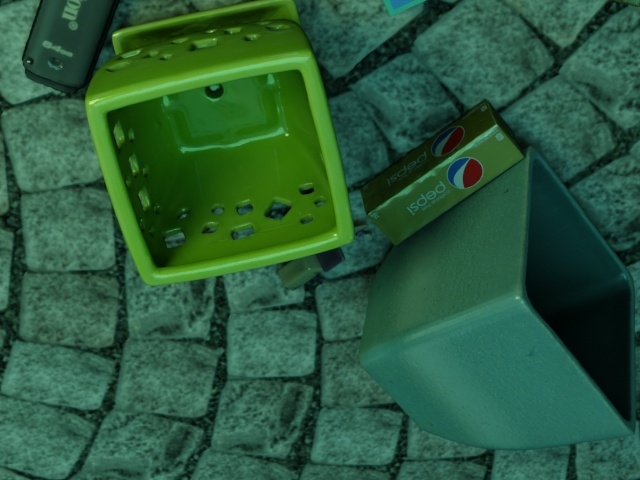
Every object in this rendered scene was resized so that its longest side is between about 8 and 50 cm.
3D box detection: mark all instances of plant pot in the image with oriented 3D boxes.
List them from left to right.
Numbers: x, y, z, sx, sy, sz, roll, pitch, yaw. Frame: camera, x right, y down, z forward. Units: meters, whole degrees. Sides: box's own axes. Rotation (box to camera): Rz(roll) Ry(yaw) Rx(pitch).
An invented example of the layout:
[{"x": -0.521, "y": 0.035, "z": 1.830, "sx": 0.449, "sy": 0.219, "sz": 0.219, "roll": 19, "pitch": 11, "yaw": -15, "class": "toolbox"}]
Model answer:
[{"x": -0.100, "y": -0.117, "z": 1.388, "sx": 0.227, "sy": 0.207, "sz": 0.228, "roll": -11, "pitch": 124, "yaw": 2, "class": "plant pot"}, {"x": 0.190, "y": 0.093, "z": 1.547, "sx": 0.252, "sy": 0.248, "sz": 0.247, "roll": -23, "pitch": 124, "yaw": 31, "class": "plant pot"}]

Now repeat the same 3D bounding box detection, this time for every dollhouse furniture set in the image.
[{"x": 0.000, "y": 0.000, "z": 1.595, "sx": 0.081, "sy": 0.091, "sz": 0.114, "roll": -14, "pitch": 164, "yaw": -46, "class": "dollhouse furniture set"}]

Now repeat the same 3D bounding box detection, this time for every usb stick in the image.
[{"x": -0.230, "y": -0.276, "z": 1.366, "sx": 0.077, "sy": 0.045, "sz": 0.278, "roll": 17, "pitch": 120, "yaw": -17, "class": "usb stick"}]

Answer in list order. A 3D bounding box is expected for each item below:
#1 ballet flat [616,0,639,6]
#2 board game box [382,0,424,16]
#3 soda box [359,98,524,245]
[{"x": 0.277, "y": -0.377, "z": 1.324, "sx": 0.123, "sy": 0.123, "sz": 0.348, "roll": -23, "pitch": 121, "yaw": 9, "class": "ballet flat"}, {"x": 0.097, "y": -0.349, "z": 1.352, "sx": 0.160, "sy": 0.047, "sz": 0.210, "roll": -24, "pitch": 123, "yaw": 10, "class": "board game box"}, {"x": 0.134, "y": -0.075, "z": 1.527, "sx": 0.181, "sy": 0.061, "sz": 0.058, "roll": -36, "pitch": 120, "yaw": 17, "class": "soda box"}]
